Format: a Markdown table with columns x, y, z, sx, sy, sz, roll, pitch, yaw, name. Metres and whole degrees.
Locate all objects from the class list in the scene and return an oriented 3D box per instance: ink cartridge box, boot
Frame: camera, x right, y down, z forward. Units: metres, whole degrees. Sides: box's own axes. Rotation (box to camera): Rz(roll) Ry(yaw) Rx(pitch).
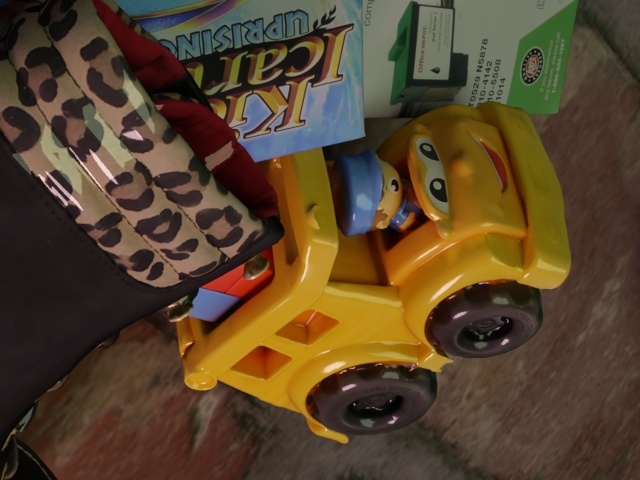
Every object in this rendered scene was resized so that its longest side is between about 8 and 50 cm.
| x | y | z | sx | sy | sz | roll | pitch | yaw | name |
| --- | --- | --- | --- | --- | --- | --- | --- | --- | --- |
| 0.052 | -0.159 | 0.917 | 0.219 | 0.093 | 0.160 | -6 | 111 | -37 | ink cartridge box |
| -0.145 | 0.049 | 0.713 | 0.284 | 0.138 | 0.377 | -34 | 148 | 4 | boot |

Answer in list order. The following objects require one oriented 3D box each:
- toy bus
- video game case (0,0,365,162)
| x | y | z | sx | sy | sz | roll | pitch | yaw | name |
| --- | --- | --- | --- | --- | --- | --- | --- | --- | --- |
| 0.000 | 0.000 | 0.864 | 0.211 | 0.149 | 0.220 | 20 | 136 | -36 | toy bus |
| -0.110 | -0.133 | 0.712 | 0.270 | 0.061 | 0.244 | -14 | 131 | -16 | video game case |
